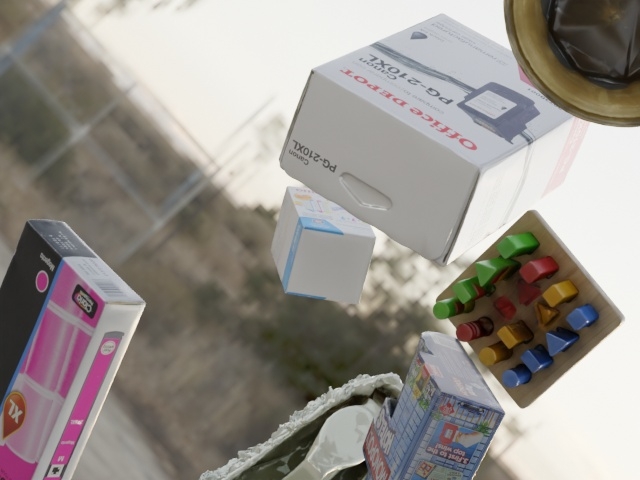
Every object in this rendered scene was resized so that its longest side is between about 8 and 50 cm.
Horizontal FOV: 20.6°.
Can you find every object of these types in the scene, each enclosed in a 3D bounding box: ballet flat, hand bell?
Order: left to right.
[{"bbox_3d":[-0.050,0.247,1.643,0.147,0.409,0.147,26,-43,27],"label":"ballet flat"},{"bbox_3d":[0.159,-0.121,1.014,0.126,0.126,0.242,47,1,1],"label":"hand bell"}]

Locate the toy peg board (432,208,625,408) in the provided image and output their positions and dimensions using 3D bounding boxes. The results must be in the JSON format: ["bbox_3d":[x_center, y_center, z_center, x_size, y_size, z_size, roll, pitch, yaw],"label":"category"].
[{"bbox_3d":[0.213,0.079,1.916,0.161,0.161,0.079,52,28,15],"label":"toy peg board"}]

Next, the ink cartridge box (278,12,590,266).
[{"bbox_3d":[0.103,-0.092,1.498,0.172,0.100,0.237,32,32,19],"label":"ink cartridge box"}]

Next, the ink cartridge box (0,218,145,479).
[{"bbox_3d":[-0.325,0.178,1.964,0.069,0.371,0.176,2,29,-45],"label":"ink cartridge box"}]

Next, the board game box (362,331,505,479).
[{"bbox_3d":[0.073,0.188,1.457,0.060,0.194,0.194,19,10,-11],"label":"board game box"}]

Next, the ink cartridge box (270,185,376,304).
[{"bbox_3d":[0.000,0.000,2.086,0.092,0.090,0.143,9,23,-15],"label":"ink cartridge box"}]
